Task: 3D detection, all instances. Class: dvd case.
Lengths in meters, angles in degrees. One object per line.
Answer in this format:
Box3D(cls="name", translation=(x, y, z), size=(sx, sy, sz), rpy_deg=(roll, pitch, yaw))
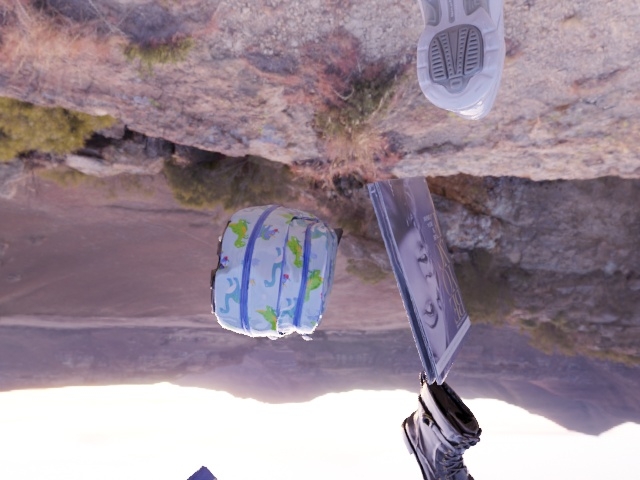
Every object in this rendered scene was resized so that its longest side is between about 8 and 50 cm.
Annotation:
Box3D(cls="dvd case", translation=(0.127, 0.032, 0.503), size=(0.018, 0.221, 0.164), rpy_deg=(-17, -179, 32))

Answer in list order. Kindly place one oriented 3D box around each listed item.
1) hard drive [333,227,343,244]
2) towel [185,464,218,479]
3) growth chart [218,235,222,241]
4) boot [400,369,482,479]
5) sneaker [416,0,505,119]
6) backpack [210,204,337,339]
Box3D(cls="hard drive", translation=(0.000, 0.000, 1.380), size=(0.135, 0.094, 0.022), rpy_deg=(-4, 133, 27))
Box3D(cls="towel", translation=(-0.251, 0.710, 0.919), size=(0.243, 0.336, 0.040), rpy_deg=(-33, 168, -42))
Box3D(cls="growth chart", translation=(-0.170, 0.024, 1.165), size=(0.172, 0.237, 0.021), rpy_deg=(-22, 140, -26))
Box3D(cls="boot", translation=(0.246, 0.394, 0.785), size=(0.091, 0.263, 0.229), rpy_deg=(-22, 145, -24))
Box3D(cls="sneaker", translation=(0.146, -0.232, 0.431), size=(0.090, 0.232, 0.115), rpy_deg=(4, 177, 29))
Box3D(cls="backpack", translation=(-0.079, 0.058, 0.819), size=(0.274, 0.290, 0.355), rpy_deg=(12, 176, 22))
